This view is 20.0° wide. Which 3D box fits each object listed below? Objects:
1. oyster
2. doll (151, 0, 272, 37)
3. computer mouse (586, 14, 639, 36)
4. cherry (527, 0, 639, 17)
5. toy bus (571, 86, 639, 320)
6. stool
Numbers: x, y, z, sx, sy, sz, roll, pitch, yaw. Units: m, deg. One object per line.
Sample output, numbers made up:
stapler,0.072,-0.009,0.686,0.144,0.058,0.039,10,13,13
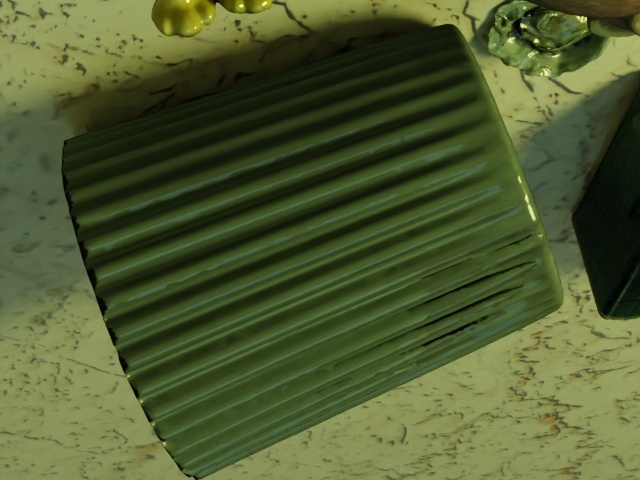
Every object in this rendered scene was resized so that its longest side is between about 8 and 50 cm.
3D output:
oyster,0.191,-0.181,1.490,0.100,0.037,0.098,16,124,-10
doll,-0.090,-0.249,1.149,0.141,0.117,0.296,-16,151,-3
computer mouse,0.330,-0.286,1.284,0.389,0.115,0.199,-41,160,20
cherry,0.174,-0.264,1.112,0.261,0.221,0.307,33,147,-31
toy bus,0.345,-0.043,1.683,0.167,0.138,0.275,-5,152,-13
stool,0.000,0.000,1.461,0.330,0.297,0.297,-21,150,2
